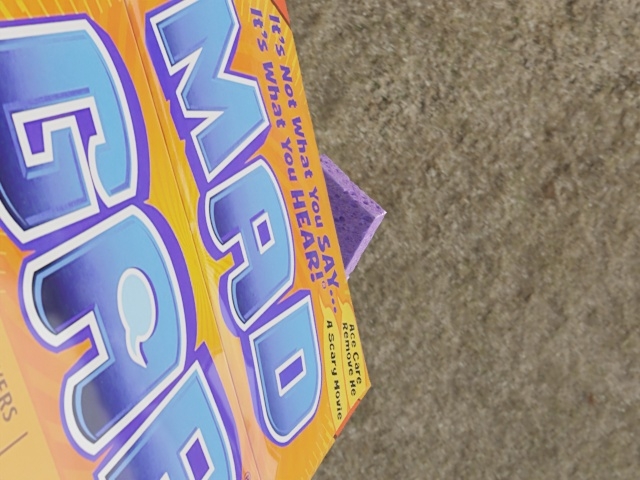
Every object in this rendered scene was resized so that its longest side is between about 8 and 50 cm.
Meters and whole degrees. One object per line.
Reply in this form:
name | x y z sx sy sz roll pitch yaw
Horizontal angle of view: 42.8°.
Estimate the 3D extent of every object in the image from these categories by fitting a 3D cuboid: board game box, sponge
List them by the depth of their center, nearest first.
board game box | -0.222 0.026 0.509 0.357 0.356 0.356 -4 109 25
sponge | 0.000 0.000 1.088 0.031 0.117 0.210 -28 154 -45
